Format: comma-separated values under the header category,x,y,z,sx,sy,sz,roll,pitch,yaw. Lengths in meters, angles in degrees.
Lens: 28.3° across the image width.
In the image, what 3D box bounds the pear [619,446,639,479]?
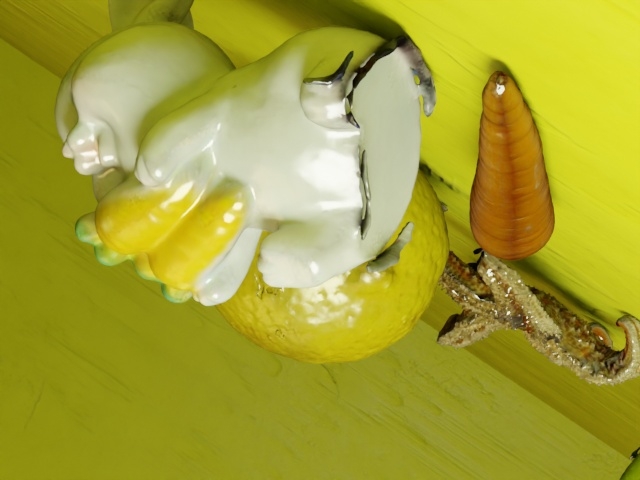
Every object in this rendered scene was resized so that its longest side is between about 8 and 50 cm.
category,x,y,z,sx,sy,sz,roll,pitch,yaw
pear,0.522,0.324,1.430,0.286,0.176,0.282,31,175,-17

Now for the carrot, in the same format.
category,x,y,z,sx,sy,sz,roll,pitch,yaw
carrot,0.141,-0.047,0.927,0.069,0.069,0.336,33,169,16

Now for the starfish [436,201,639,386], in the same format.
category,x,y,z,sx,sy,sz,roll,pitch,yaw
starfish,0.214,0.073,1.402,0.303,0.113,0.312,32,167,-7

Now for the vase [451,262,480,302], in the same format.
category,x,y,z,sx,sy,sz,roll,pitch,yaw
vase,0.237,0.081,1.606,0.059,0.059,0.167,38,175,-39

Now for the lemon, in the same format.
category,x,y,z,sx,sy,sz,roll,pitch,yaw
lemon,-0.001,0.000,1.262,0.267,0.267,0.267,34,176,3

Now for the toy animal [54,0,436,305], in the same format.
category,x,y,z,sx,sy,sz,roll,pitch,yaw
toy animal,-0.076,-0.094,0.939,0.310,0.247,0.183,14,149,30
